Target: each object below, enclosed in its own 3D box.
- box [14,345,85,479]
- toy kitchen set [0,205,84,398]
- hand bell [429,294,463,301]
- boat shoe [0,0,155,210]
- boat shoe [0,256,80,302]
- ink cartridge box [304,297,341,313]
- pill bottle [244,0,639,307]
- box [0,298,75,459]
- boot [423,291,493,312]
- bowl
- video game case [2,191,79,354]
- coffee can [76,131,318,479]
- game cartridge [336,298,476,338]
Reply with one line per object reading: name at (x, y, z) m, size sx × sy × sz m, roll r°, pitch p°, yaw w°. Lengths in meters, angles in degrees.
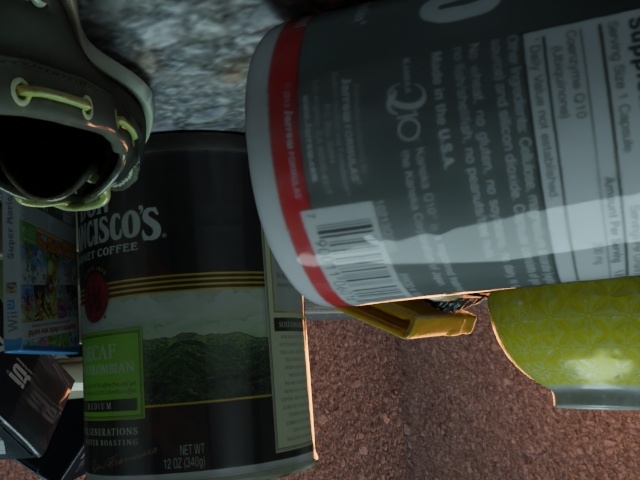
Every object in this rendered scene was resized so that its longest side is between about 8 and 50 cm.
box at (-0.438, 0.215, 1.258) m, size 0.293 × 0.212 × 0.395 m, roll 32°, pitch 171°, yaw 4°
toy kitchen set at (-0.309, 0.074, 0.857) m, size 0.122 × 0.207 × 0.166 m, roll -2°, pitch 173°, yaw -10°
hand bell at (0.183, -0.025, 0.908) m, size 0.126 × 0.126 × 0.242 m, roll -2°, pitch 157°, yaw -16°
boat shoe at (-0.156, -0.065, 0.418) m, size 0.109 × 0.091 × 0.305 m, roll -4°, pitch 171°, yaw -4°
boat shoe at (-0.275, 0.029, 0.946) m, size 0.302 × 0.113 × 0.103 m, roll 1°, pitch -171°, yaw -8°
ink cartridge box at (-0.035, 0.097, 1.607) m, size 0.239 × 0.060 × 0.275 m, roll 19°, pitch -171°, yaw 42°
pill bottle at (0.120, -0.059, 0.380) m, size 0.283 × 0.161 × 0.161 m, roll -8°, pitch 170°, yaw 19°
box at (-0.471, 0.080, 0.662) m, size 0.394 × 0.097 × 0.318 m, roll -7°, pitch 134°, yaw 18°
boot at (0.344, 0.041, 1.188) m, size 0.347 × 0.131 × 0.260 m, roll 8°, pitch 162°, yaw -9°
bowl at (0.378, 0.151, 1.034) m, size 0.289 × 0.156 × 0.289 m, roll 2°, pitch 165°, yaw 0°
video game case at (-0.209, 0.001, 0.568) m, size 0.015 × 0.166 × 0.119 m, roll -5°, pitch 171°, yaw -1°
coffee can at (-0.111, 0.065, 0.672) m, size 0.201 × 0.275 × 0.201 m, roll -5°, pitch 171°, yaw -1°
game cartridge at (0.103, 0.104, 1.357) m, size 0.285 × 0.053 × 0.323 m, roll 21°, pitch -176°, yaw 29°
